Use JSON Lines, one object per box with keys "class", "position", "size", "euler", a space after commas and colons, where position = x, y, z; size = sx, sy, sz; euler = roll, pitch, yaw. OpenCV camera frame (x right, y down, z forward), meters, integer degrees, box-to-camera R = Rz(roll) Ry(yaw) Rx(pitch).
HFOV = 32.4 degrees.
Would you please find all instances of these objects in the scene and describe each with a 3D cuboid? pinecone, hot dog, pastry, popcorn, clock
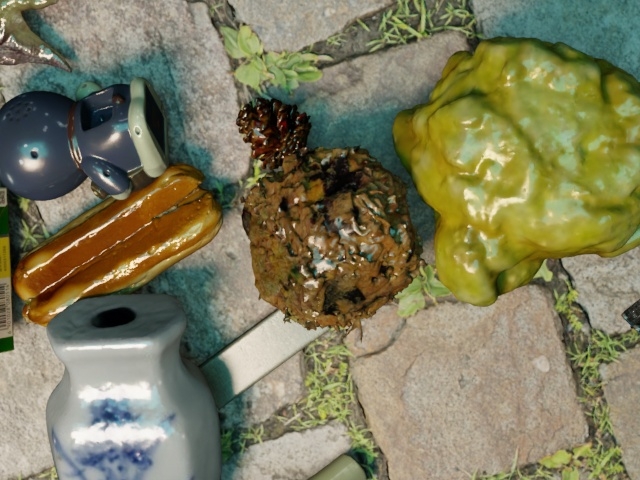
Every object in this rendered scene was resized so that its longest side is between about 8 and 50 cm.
{"class": "pinecone", "position": [-0.067, -0.150, 1.544], "size": [0.109, 0.102, 0.102], "euler": [29, 99, 30]}
{"class": "hot dog", "position": [-0.295, 0.014, 1.572], "size": [0.337, 0.100, 0.135], "euler": [-32, 86, 5]}
{"class": "pastry", "position": [0.000, 0.000, 1.469], "size": [0.275, 0.193, 0.275], "euler": [17, 119, 33]}
{"class": "popcorn", "position": [0.277, -0.098, 1.430], "size": [0.334, 0.292, 0.293], "euler": [-24, 135, 25]}
{"class": "clock", "position": [-0.338, -0.143, 1.526], "size": [0.243, 0.146, 0.199], "euler": [-11, 56, 7]}

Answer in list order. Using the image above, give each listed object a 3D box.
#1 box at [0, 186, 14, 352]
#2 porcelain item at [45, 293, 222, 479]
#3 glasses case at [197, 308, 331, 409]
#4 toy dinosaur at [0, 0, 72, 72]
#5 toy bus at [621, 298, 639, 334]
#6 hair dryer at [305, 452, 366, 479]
{"class": "box", "position": [-0.495, 0.038, 1.583], "size": [0.132, 0.034, 0.235], "euler": [6, 99, 39]}
{"class": "porcelain item", "position": [-0.257, 0.286, 1.532], "size": [0.242, 0.178, 0.405], "euler": [-4, 111, 3]}
{"class": "glasses case", "position": [-0.086, 0.157, 1.603], "size": [0.205, 0.047, 0.071], "euler": [-37, 92, 6]}
{"class": "toy dinosaur", "position": [-0.474, -0.338, 1.552], "size": [0.294, 0.077, 0.162], "euler": [24, 102, 14]}
{"class": "toy bus", "position": [0.460, 0.117, 1.553], "size": [0.038, 0.083, 0.046], "euler": [-41, 105, 7]}
{"class": "hair dryer", "position": [-0.024, 0.452, 1.606], "size": [0.296, 0.119, 0.298], "euler": [-52, 133, -9]}
